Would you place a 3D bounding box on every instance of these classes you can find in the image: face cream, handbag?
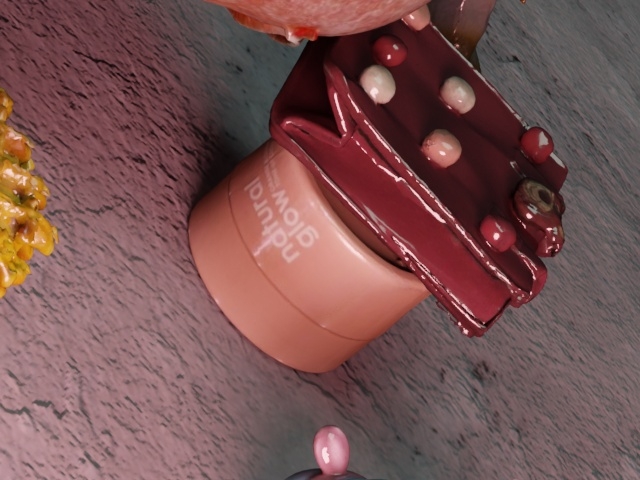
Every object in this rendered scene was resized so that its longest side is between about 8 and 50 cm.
[{"bbox_3d":[0.000,0.000,1.221,0.149,0.104,0.149,36,30,-25],"label":"face cream"},{"bbox_3d":[0.076,-0.061,1.216,0.216,0.074,0.203,44,29,-9],"label":"handbag"}]

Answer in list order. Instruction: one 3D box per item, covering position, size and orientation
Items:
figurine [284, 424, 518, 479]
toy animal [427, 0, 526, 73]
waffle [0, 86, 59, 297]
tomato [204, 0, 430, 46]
[{"bbox_3d":[0.055,0.235,1.042,0.260,0.103,0.205,38,65,-26],"label":"figurine"},{"bbox_3d":[0.107,-0.186,1.601,0.272,0.160,0.197,18,43,-36],"label":"toy animal"},{"bbox_3d":[-0.229,-0.043,0.966,0.193,0.070,0.197,48,27,-6],"label":"waffle"},{"bbox_3d":[-0.024,-0.274,1.140,0.317,0.282,0.316,21,30,-13],"label":"tomato"}]
